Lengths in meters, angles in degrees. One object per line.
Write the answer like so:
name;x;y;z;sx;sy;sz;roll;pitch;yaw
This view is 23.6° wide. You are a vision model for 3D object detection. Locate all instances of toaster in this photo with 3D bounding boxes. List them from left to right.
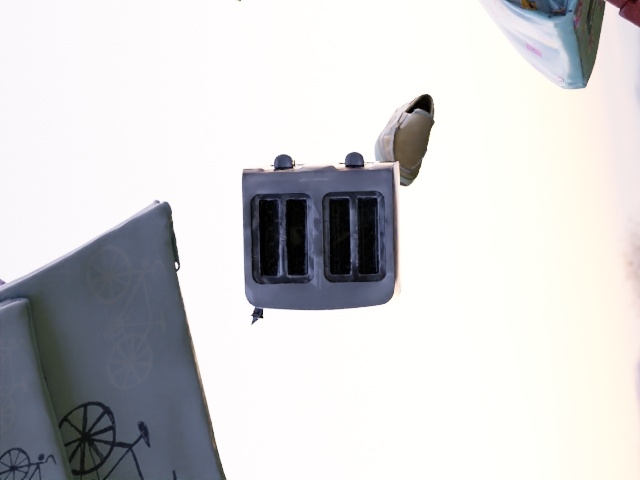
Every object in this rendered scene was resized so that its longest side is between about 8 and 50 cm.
toaster;0.000;0.000;1.629;0.110;0.168;0.186;0;-91;-84

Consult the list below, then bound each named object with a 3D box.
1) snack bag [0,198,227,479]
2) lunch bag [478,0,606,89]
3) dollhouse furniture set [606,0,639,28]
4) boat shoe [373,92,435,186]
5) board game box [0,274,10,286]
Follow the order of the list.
snack bag;-0.206;0.176;1.219;0.342;0.037;0.323;-32;-58;-39
lunch bag;0.265;-0.331;1.886;0.223;0.160;0.262;55;-169;-68
dollhouse furniture set;0.395;-0.388;1.502;0.152;0.374;0.201;35;-164;-12
boat shoe;0.116;-0.140;1.982;0.068;0.072;0.190;34;-150;-14
board game box;-0.394;0.152;1.649;0.042;0.165;0.243;34;-95;-41
